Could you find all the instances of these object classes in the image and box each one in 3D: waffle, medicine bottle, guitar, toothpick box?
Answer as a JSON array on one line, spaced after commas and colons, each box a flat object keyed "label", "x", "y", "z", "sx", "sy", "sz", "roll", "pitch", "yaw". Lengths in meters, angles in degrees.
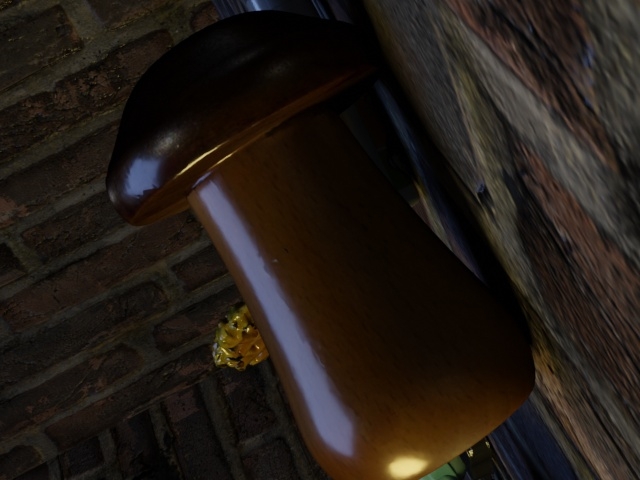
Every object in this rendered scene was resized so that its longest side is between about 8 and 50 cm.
[{"label": "waffle", "x": -0.046, "y": 0.097, "z": 1.712, "sx": 0.068, "sy": 0.302, "sz": 0.325, "roll": 48, "pitch": 164, "yaw": 16}, {"label": "medicine bottle", "x": 0.004, "y": -0.116, "z": 0.823, "sx": 0.220, "sy": 0.061, "sz": 0.092, "roll": 63, "pitch": -162, "yaw": 1}, {"label": "guitar", "x": 0.216, "y": 0.306, "z": 1.472, "sx": 0.084, "sy": 0.038, "sz": 0.271, "roll": 63, "pitch": 180, "yaw": 40}, {"label": "toothpick box", "x": 0.000, "y": 0.000, "z": 0.680, "sx": 0.294, "sy": 0.192, "sz": 0.192, "roll": 56, "pitch": 179, "yaw": 2}]

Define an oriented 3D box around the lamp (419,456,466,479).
[{"label": "lamp", "x": 0.184, "y": 0.385, "z": 1.922, "sx": 0.209, "sy": 0.147, "sz": 0.284, "roll": 60, "pitch": -170, "yaw": -67}]
